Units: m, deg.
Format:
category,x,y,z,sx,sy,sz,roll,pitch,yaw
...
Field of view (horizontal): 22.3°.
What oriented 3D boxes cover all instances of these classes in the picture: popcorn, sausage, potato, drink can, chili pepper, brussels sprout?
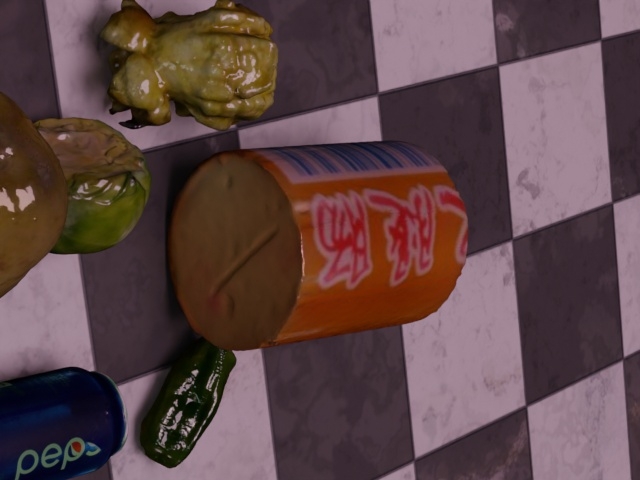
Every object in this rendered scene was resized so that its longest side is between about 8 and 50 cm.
category,x,y,z,sx,sy,sz,roll,pitch,yaw
popcorn,-0.143,-0.196,1.772,0.195,0.168,0.174,-3,112,-8
sausage,0.000,0.000,1.874,0.287,0.233,0.233,-6,99,-46
potato,-0.355,-0.051,1.501,0.242,0.242,0.285,-48,115,-31
drink can,-0.303,0.198,1.664,0.205,0.118,0.118,-11,102,-43
chili pepper,-0.142,0.161,1.864,0.072,0.073,0.204,39,65,-26
brussels sprout,-0.257,-0.049,1.683,0.149,0.151,0.122,-54,164,-59
